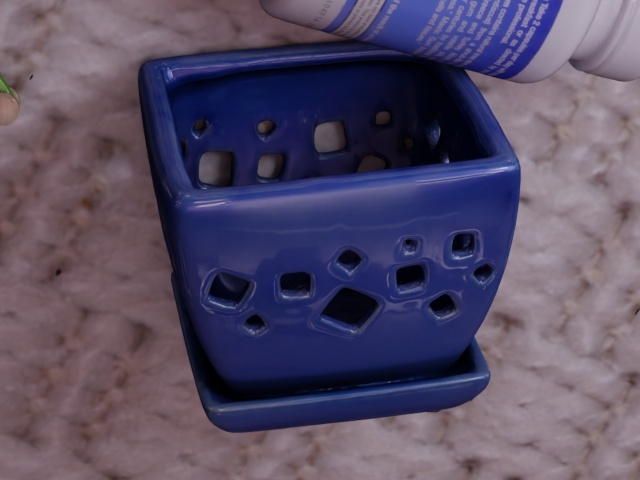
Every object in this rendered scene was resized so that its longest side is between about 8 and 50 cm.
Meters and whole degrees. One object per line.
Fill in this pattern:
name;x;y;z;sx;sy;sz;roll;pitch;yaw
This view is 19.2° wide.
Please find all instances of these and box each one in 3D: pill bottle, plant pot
pill bottle;0.105;-0.195;1.310;0.272;0.152;0.152;14;109;-17
plant pot;0.000;0.000;1.333;0.236;0.236;0.212;-6;120;-9

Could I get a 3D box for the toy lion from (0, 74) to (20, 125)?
toy lion;-0.277;-0.099;1.343;0.100;0.034;0.096;-38;107;6
